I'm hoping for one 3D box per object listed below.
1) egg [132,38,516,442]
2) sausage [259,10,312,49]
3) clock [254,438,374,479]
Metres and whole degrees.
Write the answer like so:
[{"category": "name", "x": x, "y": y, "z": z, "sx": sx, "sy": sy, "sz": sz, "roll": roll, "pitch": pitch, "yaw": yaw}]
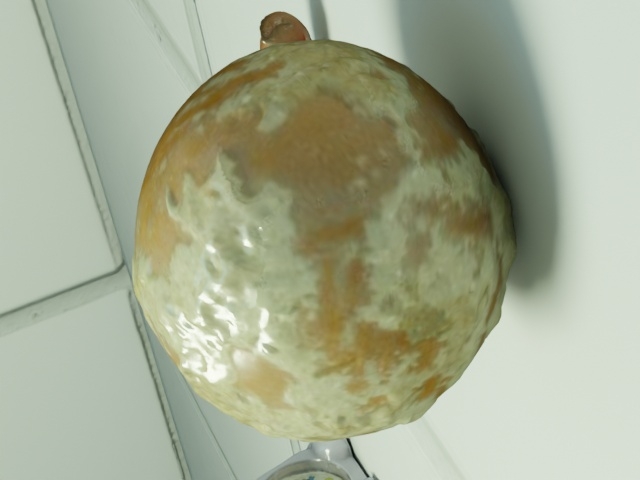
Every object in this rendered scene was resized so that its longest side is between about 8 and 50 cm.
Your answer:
[{"category": "egg", "x": 0.000, "y": 0.000, "z": 0.851, "sx": 0.233, "sy": 0.195, "sz": 0.195, "roll": 82, "pitch": 162, "yaw": -44}, {"category": "sausage", "x": -0.009, "y": -0.074, "z": 1.111, "sx": 0.040, "sy": 0.047, "sz": 0.176, "roll": 35, "pitch": 149, "yaw": 41}, {"category": "clock", "x": -0.062, "y": 0.289, "z": 1.514, "sx": 0.189, "sy": 0.254, "sz": 0.188, "roll": 163, "pitch": 90, "yaw": -77}]
